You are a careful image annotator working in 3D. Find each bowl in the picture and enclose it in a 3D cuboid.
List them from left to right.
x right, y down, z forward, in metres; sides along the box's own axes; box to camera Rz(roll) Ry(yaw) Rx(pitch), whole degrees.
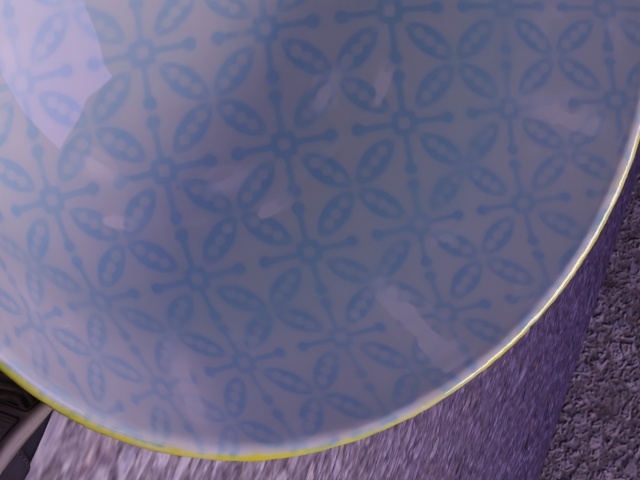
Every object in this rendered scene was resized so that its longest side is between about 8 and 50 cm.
[{"bbox_3d":[-0.037,-0.081,0.610,0.156,0.289,0.289,33,-65,60],"label":"bowl"}]

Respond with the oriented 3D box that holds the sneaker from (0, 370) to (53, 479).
[{"bbox_3d":[-0.157,0.096,0.591,0.118,0.083,0.222,-59,-173,36],"label":"sneaker"}]
